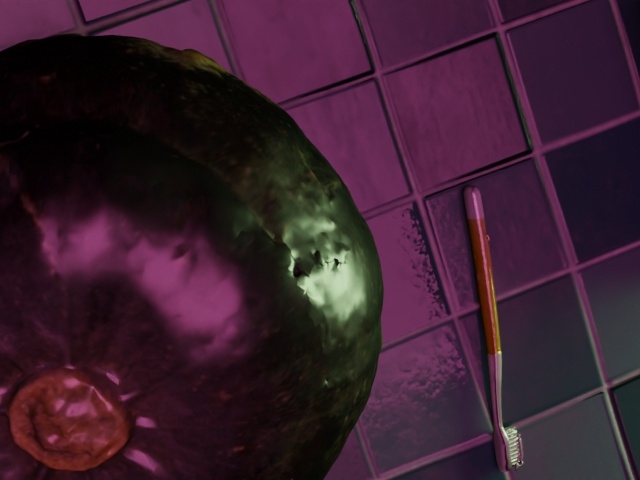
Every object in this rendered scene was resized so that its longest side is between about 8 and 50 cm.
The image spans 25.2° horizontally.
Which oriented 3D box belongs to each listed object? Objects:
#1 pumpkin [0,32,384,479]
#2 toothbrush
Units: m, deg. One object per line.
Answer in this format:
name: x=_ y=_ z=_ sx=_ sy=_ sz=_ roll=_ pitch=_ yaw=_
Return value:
pumpkin: x=-0.175 y=0.059 z=1.133 sx=0.454 sy=0.344 sz=0.454 roll=-1 pitch=112 yaw=-3
toothbrush: x=0.169 y=0.087 z=1.396 sx=0.024 sy=0.021 sz=0.288 roll=-13 pitch=100 yaw=-24
